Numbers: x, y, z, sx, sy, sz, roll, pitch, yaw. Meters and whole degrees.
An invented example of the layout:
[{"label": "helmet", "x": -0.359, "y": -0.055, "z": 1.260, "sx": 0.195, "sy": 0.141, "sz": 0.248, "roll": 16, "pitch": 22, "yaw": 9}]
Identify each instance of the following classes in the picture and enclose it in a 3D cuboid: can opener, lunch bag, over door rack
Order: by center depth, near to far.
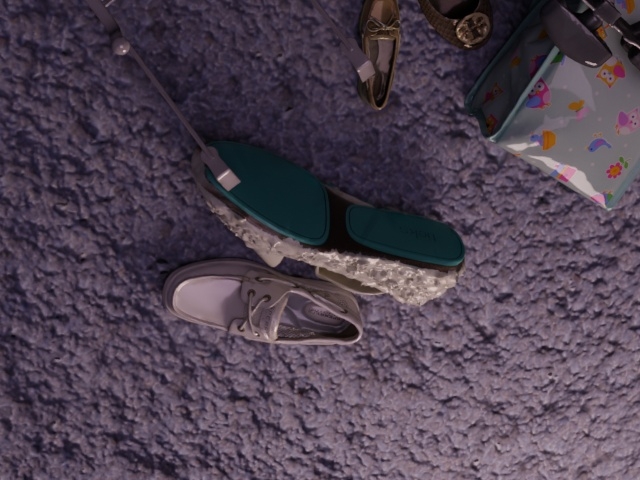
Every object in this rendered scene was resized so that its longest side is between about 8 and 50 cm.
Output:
[{"label": "over door rack", "x": -0.119, "y": -0.259, "z": 1.577, "sx": 0.239, "sy": 0.108, "sz": 0.324, "roll": -37, "pitch": 91, "yaw": 3}, {"label": "can opener", "x": 0.386, "y": -0.221, "z": 1.636, "sx": 0.283, "sy": 0.076, "sz": 0.095, "roll": 38, "pitch": 115, "yaw": -23}, {"label": "lunch bag", "x": 0.354, "y": -0.211, "z": 1.734, "sx": 0.223, "sy": 0.160, "sz": 0.262, "roll": 27, "pitch": 107, "yaw": -20}]

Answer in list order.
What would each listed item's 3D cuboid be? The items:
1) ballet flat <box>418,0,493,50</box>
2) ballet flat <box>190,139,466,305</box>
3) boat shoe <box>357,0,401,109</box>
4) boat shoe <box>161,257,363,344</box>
[{"label": "ballet flat", "x": 0.153, "y": -0.349, "z": 1.686, "sx": 0.084, "sy": 0.058, "sz": 0.250, "roll": -29, "pitch": 114, "yaw": -1}, {"label": "ballet flat", "x": 0.000, "y": 0.000, "z": 1.747, "sx": 0.408, "sy": 0.147, "sz": 0.147, "roll": 21, "pitch": 104, "yaw": -19}, {"label": "boat shoe", "x": 0.078, "y": -0.248, "z": 1.711, "sx": 0.056, "sy": 0.048, "sz": 0.153, "roll": 3, "pitch": 109, "yaw": -15}, {"label": "boat shoe", "x": -0.072, "y": 0.089, "z": 1.774, "sx": 0.277, "sy": 0.096, "sz": 0.098, "roll": 7, "pitch": 109, "yaw": -16}]
